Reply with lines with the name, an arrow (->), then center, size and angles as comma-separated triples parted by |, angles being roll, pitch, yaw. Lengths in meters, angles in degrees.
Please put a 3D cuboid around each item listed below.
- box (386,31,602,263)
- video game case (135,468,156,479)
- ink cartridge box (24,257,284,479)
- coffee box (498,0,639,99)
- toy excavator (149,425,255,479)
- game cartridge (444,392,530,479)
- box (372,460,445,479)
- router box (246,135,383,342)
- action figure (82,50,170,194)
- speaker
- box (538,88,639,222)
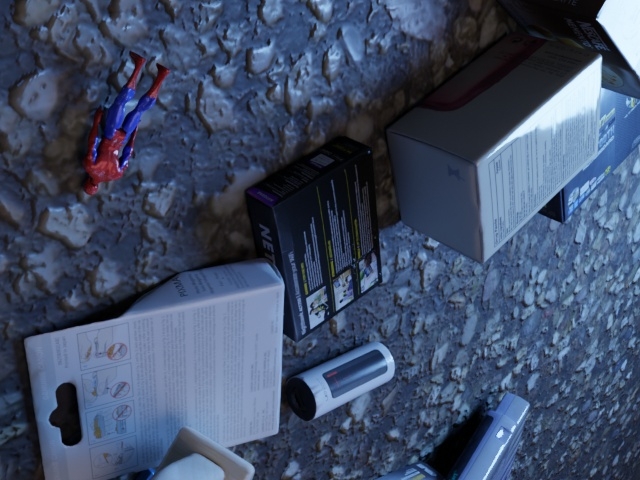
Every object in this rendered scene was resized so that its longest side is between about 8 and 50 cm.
box -> 0.204, -0.112, 0.883 | 0.232, 0.127, 0.149 | -39, 137, -24
video game case -> -0.199, 0.324, 0.802 | 0.166, 0.015, 0.119 | -51, 140, -11
ink cartridge box -> -0.149, 0.126, 0.724 | 0.232, 0.066, 0.189 | -8, 121, -21
coffee box -> 0.328, -0.267, 0.912 | 0.246, 0.141, 0.098 | 20, 98, -52
toy excavator -> -0.165, 0.263, 0.467 | 0.445, 0.222, 0.433 | -53, 168, -34
game cartridge -> 0.229, 0.432, 1.237 | 0.355, 0.068, 0.230 | -43, 142, -40
box -> 0.087, 0.465, 1.166 | 0.183, 0.056, 0.231 | -3, 115, -47
router box -> 0.000, 0.000, 0.794 | 0.133, 0.046, 0.179 | -33, 133, -30
action figure -> -0.155, -0.086, 0.587 | 0.038, 0.030, 0.115 | 18, 104, -45
speaker -> 0.024, 0.167, 0.917 | 0.136, 0.055, 0.055 | -16, 124, -40
box -> 0.391, -0.165, 1.108 | 0.232, 0.059, 0.183 | -42, 137, -22
